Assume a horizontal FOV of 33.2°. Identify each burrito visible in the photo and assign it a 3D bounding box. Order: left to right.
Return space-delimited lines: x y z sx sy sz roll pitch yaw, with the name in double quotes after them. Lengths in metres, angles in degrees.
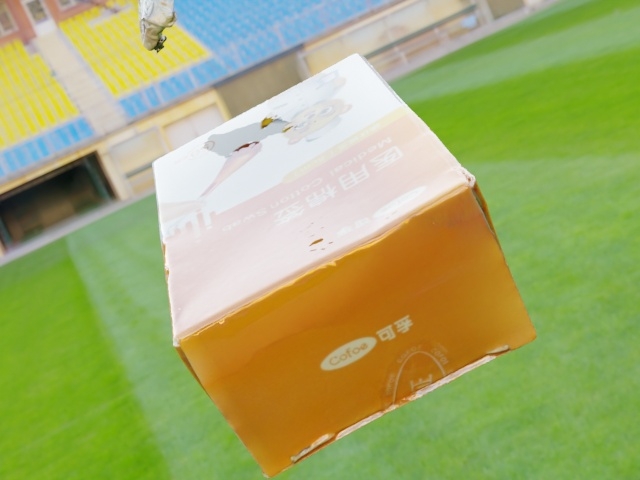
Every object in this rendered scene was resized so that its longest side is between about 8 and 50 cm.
-0.164 -0.269 1.085 0.042 0.171 0.051 20 -38 -30 "burrito"

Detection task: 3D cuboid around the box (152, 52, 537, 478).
0.000 0.000 0.848 0.225 0.143 0.341 -28 25 2 "box"
